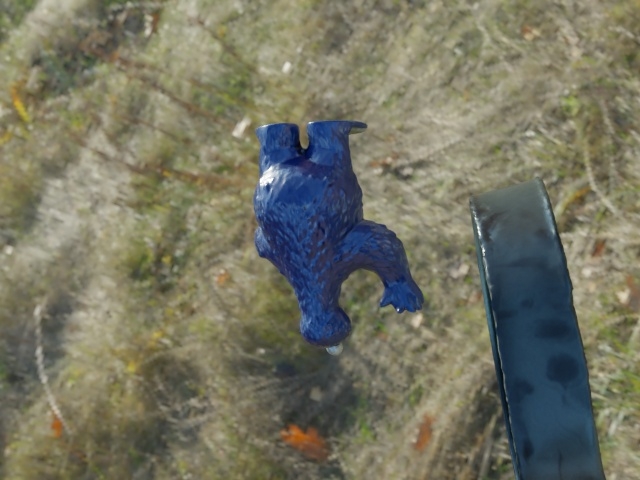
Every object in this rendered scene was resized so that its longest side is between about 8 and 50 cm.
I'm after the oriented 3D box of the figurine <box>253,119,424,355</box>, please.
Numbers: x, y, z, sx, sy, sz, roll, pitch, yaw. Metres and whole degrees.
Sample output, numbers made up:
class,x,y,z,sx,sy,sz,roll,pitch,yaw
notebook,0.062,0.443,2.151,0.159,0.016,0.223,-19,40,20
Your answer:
class,x,y,z,sx,sy,sz,roll,pitch,yaw
figurine,-0.007,-0.005,1.184,0.164,0.120,0.262,-18,88,31

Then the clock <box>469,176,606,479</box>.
class,x,y,z,sx,sy,sz,roll,pitch,yaw
clock,0.181,0.110,0.923,0.067,0.325,0.325,-10,55,7
